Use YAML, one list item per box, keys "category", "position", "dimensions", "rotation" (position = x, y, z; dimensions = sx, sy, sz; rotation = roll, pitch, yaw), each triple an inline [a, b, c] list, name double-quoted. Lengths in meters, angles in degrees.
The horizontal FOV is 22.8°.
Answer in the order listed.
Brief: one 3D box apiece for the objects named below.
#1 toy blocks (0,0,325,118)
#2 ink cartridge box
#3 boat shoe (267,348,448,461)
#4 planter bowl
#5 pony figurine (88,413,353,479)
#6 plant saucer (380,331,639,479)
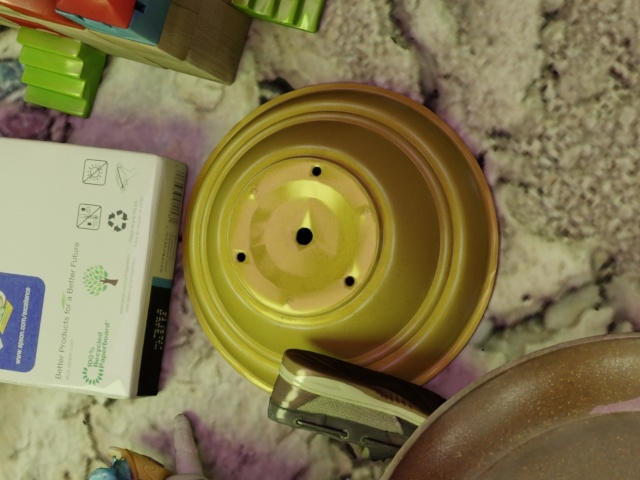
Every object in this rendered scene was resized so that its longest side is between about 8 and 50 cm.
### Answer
- category: "toy blocks"
  position: [-0.211, -0.197, 0.988]
  dimensions: [0.381, 0.261, 0.191]
  rotation: [17, 90, 15]
- category: "ink cartridge box"
  position: [-0.263, 0.007, 1.090]
  dimensions: [0.332, 0.065, 0.165]
  rotation: [8, 88, 14]
- category: "boat shoe"
  position: [0.035, 0.111, 0.984]
  dimensions: [0.152, 0.056, 0.049]
  rotation: [23, 103, -20]
- category: "planter bowl"
  position: [0.000, 0.000, 1.007]
  dimensions: [0.217, 0.090, 0.217]
  rotation: [-1, 86, 14]
- category: "pony figurine"
  position: [-0.017, 0.279, 0.927]
  dimensions: [0.363, 0.303, 0.351]
  rotation: [11, 57, 18]
- category: "plant saucer"
  position: [0.171, 0.185, 0.818]
  dimensions: [0.310, 0.050, 0.311]
  rotation: [-6, 50, 7]
